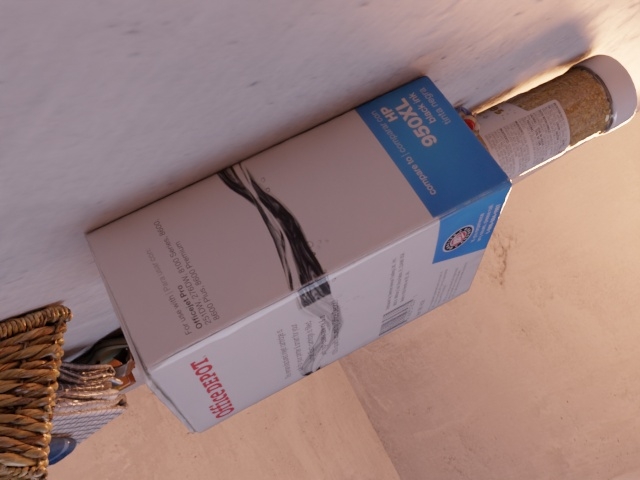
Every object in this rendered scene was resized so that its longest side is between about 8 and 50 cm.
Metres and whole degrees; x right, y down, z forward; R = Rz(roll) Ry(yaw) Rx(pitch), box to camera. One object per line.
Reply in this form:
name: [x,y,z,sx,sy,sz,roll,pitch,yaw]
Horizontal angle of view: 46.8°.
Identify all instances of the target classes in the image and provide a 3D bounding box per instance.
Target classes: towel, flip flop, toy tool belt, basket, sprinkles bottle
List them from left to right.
basket: [-0.471,0.206,0.917,0.214,0.222,0.299,18,145,-33]
towel: [-0.508,0.311,1.313,0.235,0.121,0.284,-36,163,10]
towel: [-0.469,0.365,1.275,0.067,0.029,0.119,-34,163,-3]
flip flop: [-0.419,0.246,1.482,0.277,0.080,0.112,-34,171,31]
toy tool belt: [0.193,-0.164,1.034,0.083,0.052,0.051,-32,-156,57]
sprinkles bottle: [0.310,-0.165,1.140,0.356,0.121,0.121,-27,173,-12]

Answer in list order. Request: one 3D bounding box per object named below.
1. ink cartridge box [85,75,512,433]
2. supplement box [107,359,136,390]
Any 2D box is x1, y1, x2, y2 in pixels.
ink cartridge box: [-0.019,0.030,0.829,0.395,0.166,0.285,-27,156,-12]
supplement box: [-0.589,0.379,1.854,0.234,0.080,0.078,-29,173,-7]
